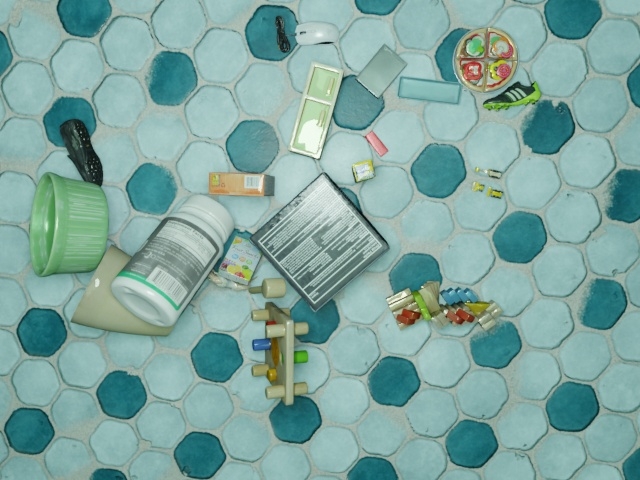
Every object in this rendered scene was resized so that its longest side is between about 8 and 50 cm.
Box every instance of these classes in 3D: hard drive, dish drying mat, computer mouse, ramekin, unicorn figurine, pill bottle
[{"bbox_3d":[0.185,-0.516,1.556,0.094,0.022,0.135,40,96,-2],"label":"hard drive"},{"bbox_3d":[0.175,-0.301,1.587,0.032,0.008,0.083,-39,95,6],"label":"dish drying mat"},{"bbox_3d":[-0.040,-0.629,1.541,0.193,0.042,0.105,-3,95,2],"label":"computer mouse"},{"bbox_3d":[-0.742,-0.042,1.506,0.148,0.303,0.303,4,98,-41],"label":"ramekin"},{"bbox_3d":[-0.294,0.127,1.608,0.111,0.162,0.060,22,103,27],"label":"unicorn figurine"},{"bbox_3d":[-0.409,0.049,1.468,0.204,0.204,0.361,30,55,-1],"label":"pill bottle"}]

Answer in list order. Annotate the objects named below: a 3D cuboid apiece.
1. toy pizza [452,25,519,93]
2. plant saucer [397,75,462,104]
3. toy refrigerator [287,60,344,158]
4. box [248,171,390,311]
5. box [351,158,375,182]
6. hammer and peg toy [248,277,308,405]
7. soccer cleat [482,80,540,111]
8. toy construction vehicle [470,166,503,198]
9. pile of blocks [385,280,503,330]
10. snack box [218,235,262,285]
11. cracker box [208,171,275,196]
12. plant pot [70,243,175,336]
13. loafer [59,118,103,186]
[{"bbox_3d":[0.502,-0.546,1.538,0.202,0.032,0.201,0,96,2],"label":"toy pizza"},{"bbox_3d":[0.333,-0.458,1.561,0.192,0.018,0.067,7,96,0],"label":"plant saucer"},{"bbox_3d":[-0.014,-0.388,1.541,0.102,0.094,0.269,16,96,0],"label":"toy refrigerator"},{"bbox_3d":[0.000,0.000,1.538,0.296,0.183,0.294,-41,92,7],"label":"box"},{"bbox_3d":[0.126,-0.205,1.518,0.059,0.169,0.054,-15,95,4],"label":"box"},{"bbox_3d":[-0.128,0.280,1.550,0.128,0.266,0.361,-2,96,-20],"label":"hammer and peg toy"},{"bbox_3d":[0.573,-0.437,1.539,0.179,0.060,0.072,-11,86,-3],"label":"soccer cleat"},{"bbox_3d":[0.519,-0.180,1.580,0.098,0.035,0.085,11,107,3],"label":"toy construction vehicle"},{"bbox_3d":[0.390,0.207,1.583,0.363,0.112,0.148,-2,96,2],"label":"pile of blocks"},{"bbox_3d":[-0.244,0.062,1.582,0.100,0.141,0.037,22,140,-1],"label":"snack box"},{"bbox_3d":[-0.225,-0.165,1.502,0.156,0.232,0.067,2,95,1],"label":"cracker box"},{"bbox_3d":[-0.570,0.185,1.563,0.274,0.256,0.256,28,97,-17],"label":"plant pot"},{"bbox_3d":[-0.748,-0.266,1.594,0.078,0.076,0.223,-14,100,22],"label":"loafer"}]
